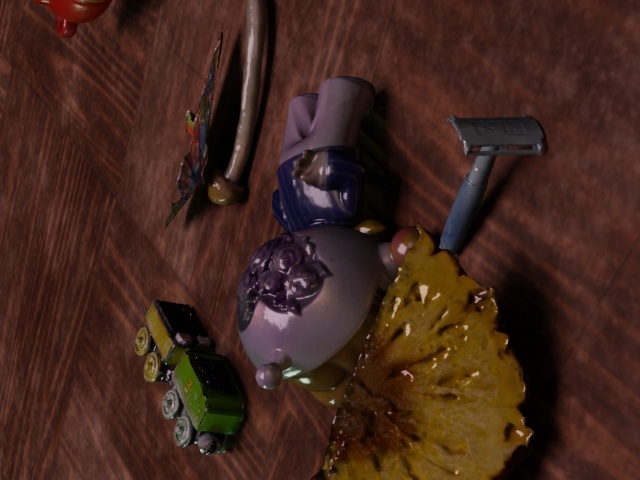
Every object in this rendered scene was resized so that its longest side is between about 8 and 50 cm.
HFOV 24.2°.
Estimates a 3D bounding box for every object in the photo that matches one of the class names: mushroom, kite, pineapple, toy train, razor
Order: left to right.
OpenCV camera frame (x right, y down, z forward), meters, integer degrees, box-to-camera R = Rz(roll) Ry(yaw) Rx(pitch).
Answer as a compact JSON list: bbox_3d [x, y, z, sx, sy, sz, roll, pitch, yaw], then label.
[{"bbox_3d":[-0.134,0.134,1.522,0.081,0.060,0.202,-62,36,24],"label":"toy train"},{"bbox_3d":[-0.125,-0.108,1.546,0.183,0.014,0.241,-116,39,-66],"label":"kite"},{"bbox_3d":[-0.075,-0.186,1.487,0.068,0.043,0.306,8,91,41],"label":"mushroom"},{"bbox_3d":[0.091,0.131,1.100,0.164,0.139,0.250,25,-94,-78],"label":"pineapple"},{"bbox_3d":[0.113,-0.037,1.118,0.135,0.068,0.040,109,152,-46],"label":"razor"}]

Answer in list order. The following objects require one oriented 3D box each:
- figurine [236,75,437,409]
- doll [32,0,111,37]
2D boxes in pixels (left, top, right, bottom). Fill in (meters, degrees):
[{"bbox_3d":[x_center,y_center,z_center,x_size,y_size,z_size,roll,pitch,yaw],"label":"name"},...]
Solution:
[{"bbox_3d":[0.007,-0.006,1.229,0.194,0.133,0.274,9,80,49],"label":"figurine"},{"bbox_3d":[-0.248,-0.368,1.691,0.363,0.160,0.183,-58,38,43],"label":"doll"}]
